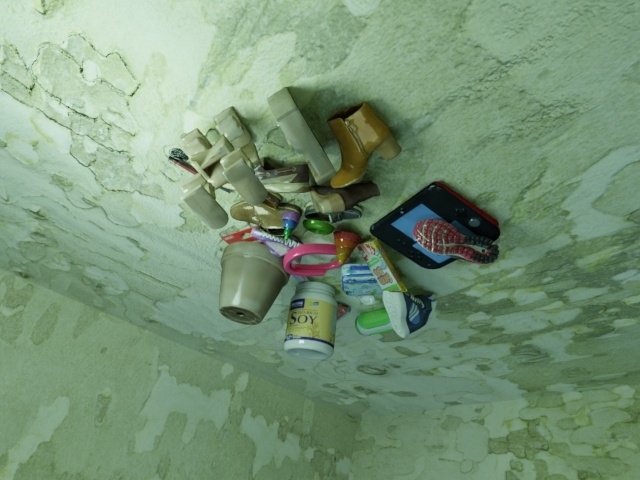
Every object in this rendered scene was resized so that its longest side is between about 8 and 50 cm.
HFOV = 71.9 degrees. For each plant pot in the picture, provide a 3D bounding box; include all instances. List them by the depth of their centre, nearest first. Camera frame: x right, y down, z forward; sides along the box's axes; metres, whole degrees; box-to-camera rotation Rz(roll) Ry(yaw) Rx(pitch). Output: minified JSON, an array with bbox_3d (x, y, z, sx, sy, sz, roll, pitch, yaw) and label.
[{"bbox_3d":[-0.312,0.208,1.946,0.324,0.280,0.323,9,147,6],"label":"plant pot"}]

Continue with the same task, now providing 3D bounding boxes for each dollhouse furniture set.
[{"bbox_3d":[-0.195,-0.234,1.350,0.395,0.362,0.256,-30,131,7],"label":"dollhouse furniture set"}]

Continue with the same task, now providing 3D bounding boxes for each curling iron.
[{"bbox_3d":[-0.452,-0.255,1.669,0.274,0.035,0.068,37,140,-29],"label":"curling iron"}]

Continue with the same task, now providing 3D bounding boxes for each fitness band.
[{"bbox_3d":[-0.018,0.085,1.890,0.291,0.054,0.209,2,148,-25],"label":"fitness band"}]

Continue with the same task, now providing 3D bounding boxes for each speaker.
[{"bbox_3d":[0.317,0.404,2.246,0.131,0.131,0.297,35,140,-28],"label":"speaker"}]

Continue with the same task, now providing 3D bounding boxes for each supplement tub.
[{"bbox_3d":[-0.041,0.392,2.154,0.242,0.330,0.241,5,152,3],"label":"supplement tub"}]

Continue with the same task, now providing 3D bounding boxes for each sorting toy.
[{"bbox_3d":[0.000,0.000,1.714,0.366,0.125,0.127,20,167,-34],"label":"sorting toy"}]

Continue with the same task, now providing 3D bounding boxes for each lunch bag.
[{"bbox_3d":[0.201,0.172,1.971,0.219,0.090,0.176,-2,143,4],"label":"lunch bag"}]

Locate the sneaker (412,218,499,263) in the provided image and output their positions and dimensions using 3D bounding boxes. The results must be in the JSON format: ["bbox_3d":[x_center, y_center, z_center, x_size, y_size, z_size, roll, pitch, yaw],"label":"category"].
[{"bbox_3d":[0.471,0.017,1.574,0.300,0.120,0.112,22,174,6],"label":"sneaker"}]

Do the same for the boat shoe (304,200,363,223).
[{"bbox_3d":[0.047,-0.098,1.680,0.224,0.073,0.080,7,147,12],"label":"boat shoe"}]

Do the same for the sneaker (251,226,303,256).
[{"bbox_3d":[-0.189,0.015,1.844,0.237,0.095,0.104,20,110,-32],"label":"sneaker"}]

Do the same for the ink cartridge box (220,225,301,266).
[{"bbox_3d":[-0.277,0.050,2.012,0.297,0.066,0.261,-15,137,35],"label":"ink cartridge box"}]

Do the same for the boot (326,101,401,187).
[{"bbox_3d":[0.085,-0.298,1.382,0.295,0.104,0.211,-26,123,40],"label":"boot"}]

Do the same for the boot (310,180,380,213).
[{"bbox_3d":[0.078,-0.162,1.542,0.207,0.248,0.090,-19,114,-8],"label":"boot"}]

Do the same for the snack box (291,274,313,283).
[{"bbox_3d":[-0.104,0.168,2.154,0.064,0.022,0.178,-9,140,29],"label":"snack box"}]

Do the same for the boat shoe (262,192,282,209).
[{"bbox_3d":[-0.233,-0.174,1.685,0.178,0.060,0.064,25,144,-15],"label":"boat shoe"}]

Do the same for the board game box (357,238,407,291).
[{"bbox_3d":[0.252,0.112,1.814,0.259,0.039,0.124,56,152,-12],"label":"board game box"}]

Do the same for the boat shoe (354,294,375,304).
[{"bbox_3d":[0.183,0.250,2.075,0.063,0.066,0.184,20,-172,-33],"label":"boat shoe"}]

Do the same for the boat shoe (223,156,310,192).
[{"bbox_3d":[-0.199,-0.234,1.561,0.343,0.123,0.123,5,101,21],"label":"boat shoe"}]

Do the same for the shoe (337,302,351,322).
[{"bbox_3d":[0.082,0.390,2.370,0.081,0.063,0.178,28,138,-17],"label":"shoe"}]

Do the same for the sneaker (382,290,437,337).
[{"bbox_3d":[0.421,0.271,2.008,0.130,0.236,0.322,31,146,50],"label":"sneaker"}]

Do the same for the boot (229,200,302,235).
[{"bbox_3d":[-0.234,-0.088,1.762,0.306,0.115,0.112,4,146,16],"label":"boot"}]

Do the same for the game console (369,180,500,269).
[{"bbox_3d":[0.423,-0.036,1.651,0.342,0.060,0.387,28,142,-20],"label":"game console"}]
